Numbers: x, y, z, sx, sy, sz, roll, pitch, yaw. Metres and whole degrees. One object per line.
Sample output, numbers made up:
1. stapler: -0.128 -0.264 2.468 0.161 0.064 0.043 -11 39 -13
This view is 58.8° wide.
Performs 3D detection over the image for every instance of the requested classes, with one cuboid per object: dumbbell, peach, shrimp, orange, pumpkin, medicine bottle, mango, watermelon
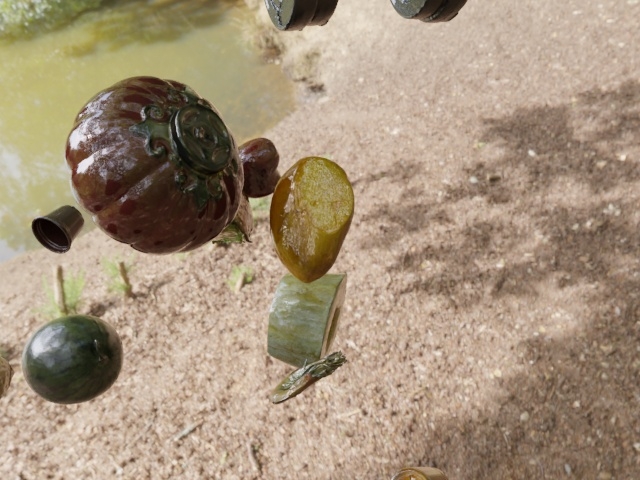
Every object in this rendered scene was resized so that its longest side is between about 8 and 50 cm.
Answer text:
1. dumbbell: 0.067 -0.409 0.835 0.388 0.185 0.185 -11 38 -18
2. peach: -0.172 -0.174 1.419 0.152 0.152 0.152 -10 41 9
3. shrimp: -0.038 0.377 1.563 0.249 0.068 0.150 -35 7 8
4. orange: -0.290 -0.066 1.273 0.263 0.196 0.334 -13 5 5
5. pumpkin: -0.045 0.239 1.792 0.199 0.332 0.332 18 49 10
6. medicine bottle: 0.216 0.537 1.220 0.096 0.192 0.096 -8 68 21
7. mango: -0.016 -0.032 0.959 0.141 0.102 0.217 6 71 -11
8. watermelon: -0.756 0.364 1.750 0.359 0.279 0.279 -11 36 39

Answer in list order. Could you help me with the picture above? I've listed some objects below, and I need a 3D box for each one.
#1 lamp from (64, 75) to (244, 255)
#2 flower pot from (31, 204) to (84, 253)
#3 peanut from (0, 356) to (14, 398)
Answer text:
1. lamp: -0.269 -0.123 0.954 0.257 0.303 0.303 -22 32 38
2. flower pot: -0.648 -0.036 1.424 0.111 0.111 0.089 1 34 21
3. peanut: -0.640 0.269 1.025 0.108 0.095 0.226 7 9 3
